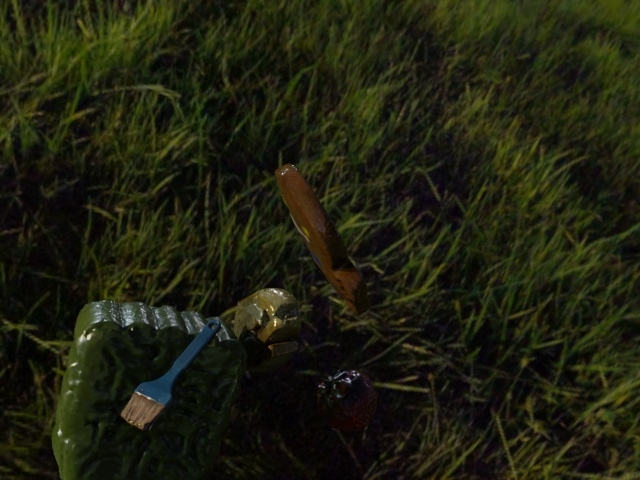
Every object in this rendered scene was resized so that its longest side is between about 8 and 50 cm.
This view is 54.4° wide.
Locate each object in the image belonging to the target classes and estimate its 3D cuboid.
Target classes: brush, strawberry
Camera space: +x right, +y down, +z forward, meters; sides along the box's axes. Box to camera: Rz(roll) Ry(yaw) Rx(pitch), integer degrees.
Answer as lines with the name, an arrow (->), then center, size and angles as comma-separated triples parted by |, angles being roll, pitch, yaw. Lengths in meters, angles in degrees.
brush -> -0.172, 0.156, 0.751 | 0.051, 0.014, 0.164 | 16, 48, 28
strawberry -> 0.048, 0.259, 0.994 | 0.106, 0.106, 0.106 | 17, 32, -11

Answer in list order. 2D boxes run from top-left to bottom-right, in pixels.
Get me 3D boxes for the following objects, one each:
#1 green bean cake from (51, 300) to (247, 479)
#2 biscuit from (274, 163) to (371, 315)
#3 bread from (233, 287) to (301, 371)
green bean cake -> -0.233, 0.214, 0.834 | 0.222, 0.248, 0.125 | 13, 10, -26
biscuit -> 0.000, 0.000, 0.790 | 0.039, 0.236, 0.180 | -31, 46, -5
bread -> -0.083, 0.130, 0.913 | 0.064, 0.156, 0.118 | 5, 66, -27
